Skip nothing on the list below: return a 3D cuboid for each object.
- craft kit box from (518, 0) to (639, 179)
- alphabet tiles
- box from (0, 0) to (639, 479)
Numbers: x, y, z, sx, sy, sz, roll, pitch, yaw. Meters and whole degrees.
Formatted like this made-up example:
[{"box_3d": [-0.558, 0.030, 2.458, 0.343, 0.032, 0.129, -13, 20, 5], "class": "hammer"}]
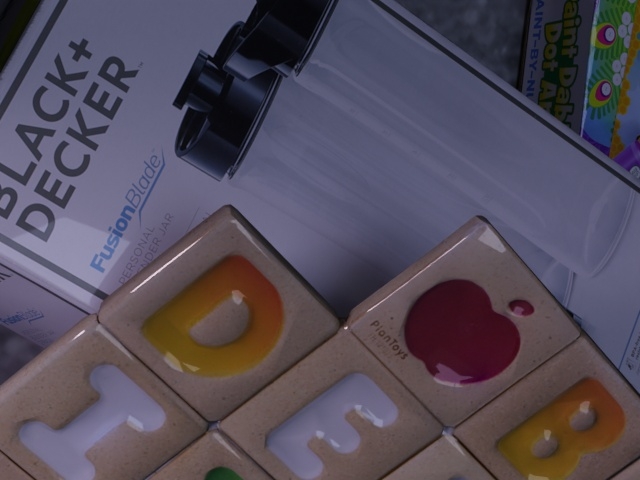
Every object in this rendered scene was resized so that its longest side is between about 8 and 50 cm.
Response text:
[{"box_3d": [0.210, -0.065, 0.738, 0.250, 0.061, 0.246, 4, 95, -33], "class": "craft kit box"}, {"box_3d": [-0.025, 0.151, 0.515, 0.342, 0.011, 0.285, -38, 115, 12], "class": "alphabet tiles"}, {"box_3d": [0.000, 0.000, 0.542, 0.290, 0.087, 0.169, 33, 69, -20], "class": "box"}]
